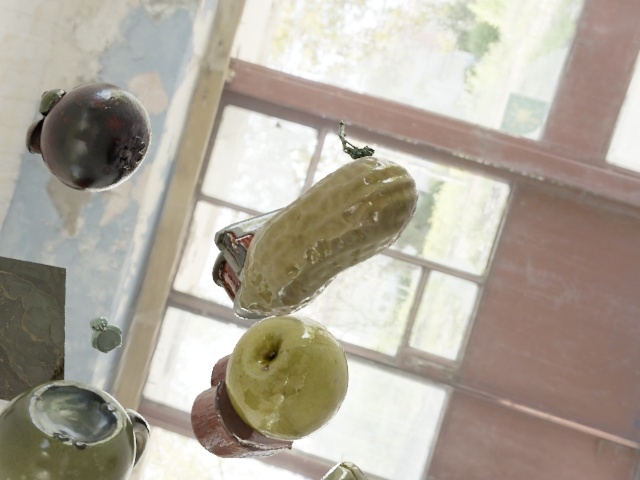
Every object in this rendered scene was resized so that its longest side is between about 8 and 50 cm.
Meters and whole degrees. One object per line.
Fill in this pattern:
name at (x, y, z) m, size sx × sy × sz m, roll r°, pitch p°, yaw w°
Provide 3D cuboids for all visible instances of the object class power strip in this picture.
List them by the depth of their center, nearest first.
power strip at (-0.365, 0.164, 1.307) m, size 0.055 × 0.035 × 0.083 m, roll -29°, pitch -45°, yaw -17°

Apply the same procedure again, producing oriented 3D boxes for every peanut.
peanut at (0.000, 0.000, 1.114) m, size 0.325 × 0.140 × 0.153 m, roll -40°, pitch -8°, yaw 23°

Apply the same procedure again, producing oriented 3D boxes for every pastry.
pastry at (0.022, 0.444, 1.287) m, size 0.156 × 0.092 × 0.156 m, roll -54°, pitch -12°, yaw -17°

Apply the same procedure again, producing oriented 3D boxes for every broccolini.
broccolini at (0.063, -0.219, 1.681) m, size 0.194 × 0.052 × 0.054 m, roll -119°, pitch 35°, yaw -48°

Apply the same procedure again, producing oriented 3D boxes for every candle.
candle at (-0.190, 0.440, 1.972) m, size 0.131 × 0.287 × 0.317 m, roll -31°, pitch 21°, yaw 29°

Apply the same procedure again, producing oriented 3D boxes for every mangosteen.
mangosteen at (-0.369, -0.172, 1.210) m, size 0.200 × 0.200 × 0.199 m, roll 17°, pitch -90°, yaw -84°

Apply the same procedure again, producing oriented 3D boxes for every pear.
pear at (-0.074, 0.333, 1.839) m, size 0.309 × 0.310 × 0.309 m, roll 17°, pitch -90°, yaw -84°

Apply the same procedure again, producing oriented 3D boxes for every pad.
pad at (-0.687, 0.208, 1.718) m, size 0.007 × 0.248 × 0.367 m, roll -64°, pitch -16°, yaw -68°

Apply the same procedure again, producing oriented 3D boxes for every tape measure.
tape measure at (-0.085, 0.034, 1.457) m, size 0.258 × 0.130 × 0.265 m, roll -24°, pitch -25°, yaw -33°

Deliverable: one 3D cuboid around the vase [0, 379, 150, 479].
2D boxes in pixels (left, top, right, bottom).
vase at (-0.435, 0.405, 1.352) m, size 0.329 × 0.241 × 0.302 m, roll -6°, pitch -53°, yaw -54°
